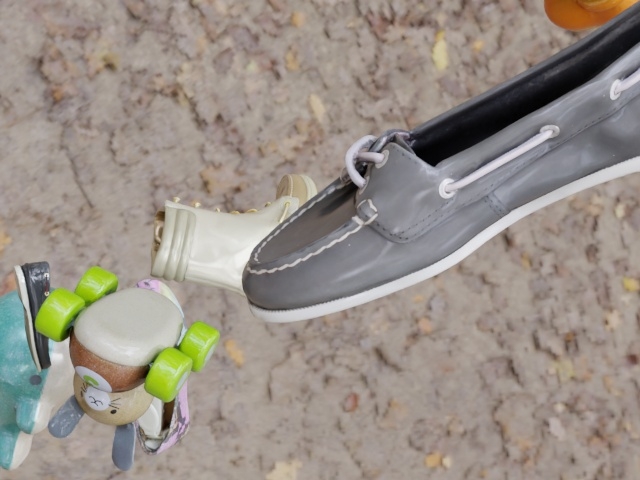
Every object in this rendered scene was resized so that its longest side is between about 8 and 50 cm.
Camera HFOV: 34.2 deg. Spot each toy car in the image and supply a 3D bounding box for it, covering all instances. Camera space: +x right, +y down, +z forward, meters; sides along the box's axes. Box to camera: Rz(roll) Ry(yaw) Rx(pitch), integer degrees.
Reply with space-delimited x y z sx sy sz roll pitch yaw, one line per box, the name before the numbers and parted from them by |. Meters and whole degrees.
toy car | -0.220 0.151 1.087 0.155 0.188 0.149 27 21 7

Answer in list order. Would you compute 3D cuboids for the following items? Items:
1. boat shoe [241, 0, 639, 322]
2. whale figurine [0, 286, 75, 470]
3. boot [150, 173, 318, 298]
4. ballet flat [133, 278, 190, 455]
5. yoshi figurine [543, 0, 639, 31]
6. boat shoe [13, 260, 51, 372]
boat shoe | 0.097 -0.060 0.602 0.335 0.112 0.095 -23 112 3
whale figurine | -0.422 0.187 1.438 0.141 0.272 0.216 15 28 -24
boot | -0.112 -0.019 1.351 0.204 0.095 0.262 14 39 -8
ballet flat | -0.198 0.159 1.250 0.079 0.077 0.221 -59 149 -68
yoshi figurine | 0.162 -0.324 0.861 0.362 0.203 0.203 27 43 -48
boat shoe | -0.319 0.088 1.187 0.042 0.049 0.132 -11 110 -24
